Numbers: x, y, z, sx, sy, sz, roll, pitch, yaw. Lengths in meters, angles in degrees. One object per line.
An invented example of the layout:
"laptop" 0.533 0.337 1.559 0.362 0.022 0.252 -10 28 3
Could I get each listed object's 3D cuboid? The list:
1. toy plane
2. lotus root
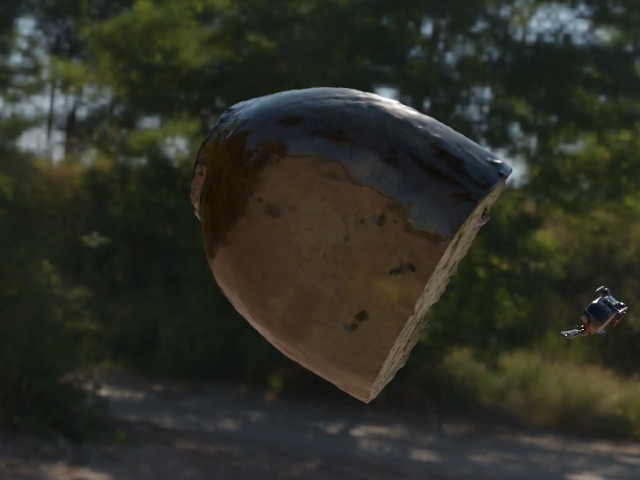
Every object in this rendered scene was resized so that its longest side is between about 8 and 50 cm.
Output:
"toy plane" 0.310 0.084 1.646 0.037 0.060 0.145 43 17 14
"lotus root" -0.006 -0.016 1.345 0.260 0.267 0.149 34 37 10
